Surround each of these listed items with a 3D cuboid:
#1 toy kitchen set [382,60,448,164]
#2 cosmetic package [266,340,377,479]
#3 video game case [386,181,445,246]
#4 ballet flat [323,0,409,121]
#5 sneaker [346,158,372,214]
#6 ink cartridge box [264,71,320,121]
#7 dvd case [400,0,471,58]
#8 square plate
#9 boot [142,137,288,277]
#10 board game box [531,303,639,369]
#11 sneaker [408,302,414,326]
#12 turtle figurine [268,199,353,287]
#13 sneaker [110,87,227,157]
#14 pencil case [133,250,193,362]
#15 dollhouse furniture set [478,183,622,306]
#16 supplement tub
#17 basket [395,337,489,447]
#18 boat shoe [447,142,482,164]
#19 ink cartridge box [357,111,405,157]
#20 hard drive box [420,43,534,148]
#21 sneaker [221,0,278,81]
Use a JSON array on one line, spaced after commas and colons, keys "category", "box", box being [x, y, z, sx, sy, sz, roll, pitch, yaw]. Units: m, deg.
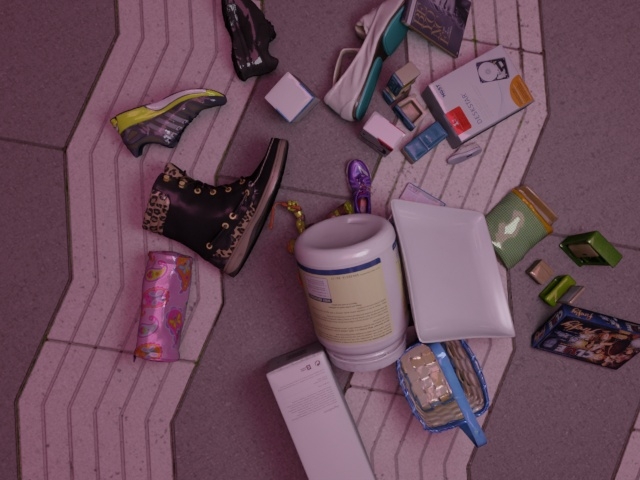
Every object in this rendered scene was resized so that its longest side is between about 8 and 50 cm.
[{"category": "toy kitchen set", "box": [0.237, -0.327, 1.426, 0.122, 0.166, 0.207, -39, 90, -5]}, {"category": "cosmetic package", "box": [0.005, 0.455, 1.366, 0.155, 0.197, 0.365, -21, 88, -4]}, {"category": "video game case", "box": [0.250, -0.058, 1.492, 0.119, 0.015, 0.166, 31, 86, -3]}, {"category": "ballet flat", "box": [0.127, -0.512, 1.456, 0.139, 0.139, 0.399, 27, 87, -2]}, {"category": "sneaker", "box": [0.112, -0.136, 1.458, 0.069, 0.071, 0.169, -10, 88, -4]}, {"category": "ink cartridge box", "box": [-0.068, -0.368, 1.428, 0.092, 0.143, 0.090, 45, 103, -1]}, {"category": "dvd case", "box": [0.313, -0.609, 1.458, 0.221, 0.018, 0.164, 17, 86, -36]}, {"category": "square plate", "box": [0.318, 0.077, 1.343, 0.348, 0.049, 0.343, 5, 68, -35]}, {"category": "boot", "box": [-0.263, -0.125, 1.393, 0.285, 0.138, 0.377, 24, 100, -1]}, {"category": "board game box", "box": [0.711, 0.256, 1.441, 0.244, 0.165, 0.042, 15, 48, -3]}, {"category": "sneaker", "box": [0.322, 0.195, 1.444, 0.268, 0.101, 0.106, -18, 91, -4]}, {"category": "turtle figurine", "box": [0.000, 0.000, 1.435, 0.218, 0.087, 0.269, -22, 82, 13]}, {"category": "sneaker", "box": [-0.381, -0.309, 1.427, 0.300, 0.111, 0.121, -20, 99, 1]}, {"category": "pencil case", "box": [-0.399, 0.168, 1.391, 0.124, 0.124, 0.283, 7, 88, -3]}, {"category": "dollhouse furniture set", "box": [0.584, 0.008, 1.442, 0.301, 0.151, 0.197, 45, 86, -1]}, {"category": "supplement tub", "box": [0.083, 0.122, 1.303, 0.236, 0.235, 0.324, -15, 113, -4]}, {"category": "basket", "box": [0.299, 0.343, 1.340, 0.201, 0.289, 0.254, -23, 92, 1]}, {"category": "boat shoe", "box": [0.391, -0.241, 1.503, 0.100, 0.035, 0.035, -24, 62, -1]}, {"category": "ink cartridge box", "box": [0.157, -0.274, 1.435, 0.099, 0.135, 0.056, 36, 89, -1]}, {"category": "hard drive box", "box": [0.421, -0.385, 1.480, 0.232, 0.089, 0.181, -31, 89, -4]}, {"category": "sneaker", "box": [-0.188, -0.571, 1.451, 0.130, 0.109, 0.285, -13, 98, -10]}]
